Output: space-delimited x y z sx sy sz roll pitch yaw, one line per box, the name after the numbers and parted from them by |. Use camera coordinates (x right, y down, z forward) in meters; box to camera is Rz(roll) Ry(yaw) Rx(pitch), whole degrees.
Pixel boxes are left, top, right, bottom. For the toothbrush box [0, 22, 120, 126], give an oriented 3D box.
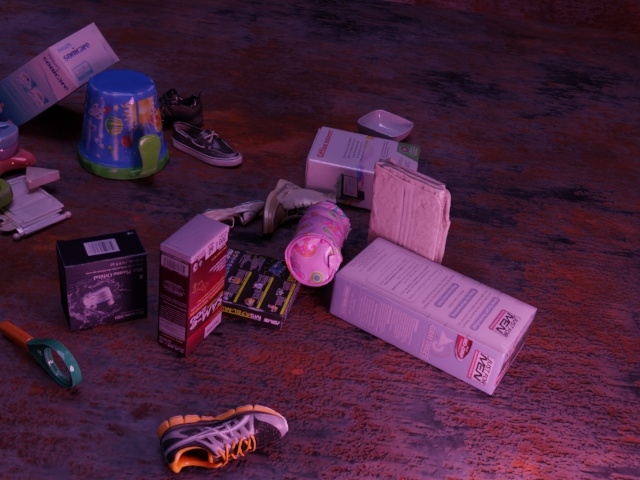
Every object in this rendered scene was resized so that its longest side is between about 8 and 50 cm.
-0.722 -0.438 2.093 0.295 0.126 0.216 -23 21 30 | toothbrush box

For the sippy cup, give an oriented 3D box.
-0.507 -0.309 2.001 0.305 0.224 0.240 18 36 13 | sippy cup

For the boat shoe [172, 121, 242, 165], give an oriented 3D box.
-0.310 -0.262 2.109 0.219 0.070 0.078 21 37 17 | boat shoe

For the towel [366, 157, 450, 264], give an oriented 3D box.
0.187 -0.033 1.700 0.187 0.282 0.049 31 45 30 | towel

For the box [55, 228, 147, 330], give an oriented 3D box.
-0.424 0.076 1.522 0.156 0.158 0.093 -10 38 -24 | box

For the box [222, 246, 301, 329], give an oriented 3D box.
-0.143 0.097 1.654 0.184 0.045 0.190 15 34 5 | box

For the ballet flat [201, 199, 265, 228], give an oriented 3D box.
-0.204 -0.055 1.864 0.168 0.057 0.052 -12 67 -22 | ballet flat

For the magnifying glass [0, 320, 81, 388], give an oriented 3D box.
-0.508 0.198 1.408 0.231 0.092 0.026 22 40 36 | magnifying glass

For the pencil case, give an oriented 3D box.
0.000 0.000 1.705 0.124 0.124 0.284 11 18 4 | pencil case

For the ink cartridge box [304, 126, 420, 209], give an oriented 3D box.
0.110 -0.183 2.043 0.278 0.117 0.201 12 35 4 | ink cartridge box

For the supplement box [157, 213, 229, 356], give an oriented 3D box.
-0.242 0.086 1.475 0.073 0.239 0.130 22 37 17 | supplement box

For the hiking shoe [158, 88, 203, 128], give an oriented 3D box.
-0.444 -0.380 2.210 0.227 0.114 0.086 -9 38 -23 | hiking shoe

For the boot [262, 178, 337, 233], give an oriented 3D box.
-0.048 -0.072 1.888 0.165 0.077 0.213 14 32 5 | boot

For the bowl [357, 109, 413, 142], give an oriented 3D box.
0.192 -0.330 2.328 0.142 0.053 0.142 26 38 25 | bowl

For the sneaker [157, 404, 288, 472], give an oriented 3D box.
-0.158 0.333 1.287 0.215 0.084 0.083 -8 39 -7 | sneaker

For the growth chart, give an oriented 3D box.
-0.698 -0.083 1.814 0.172 0.021 0.237 -24 46 -37 | growth chart

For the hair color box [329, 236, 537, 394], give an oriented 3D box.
0.227 0.144 1.604 0.374 0.113 0.185 25 38 23 | hair color box

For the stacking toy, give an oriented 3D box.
-0.800 -0.194 1.829 0.279 0.130 0.309 19 35 28 | stacking toy
